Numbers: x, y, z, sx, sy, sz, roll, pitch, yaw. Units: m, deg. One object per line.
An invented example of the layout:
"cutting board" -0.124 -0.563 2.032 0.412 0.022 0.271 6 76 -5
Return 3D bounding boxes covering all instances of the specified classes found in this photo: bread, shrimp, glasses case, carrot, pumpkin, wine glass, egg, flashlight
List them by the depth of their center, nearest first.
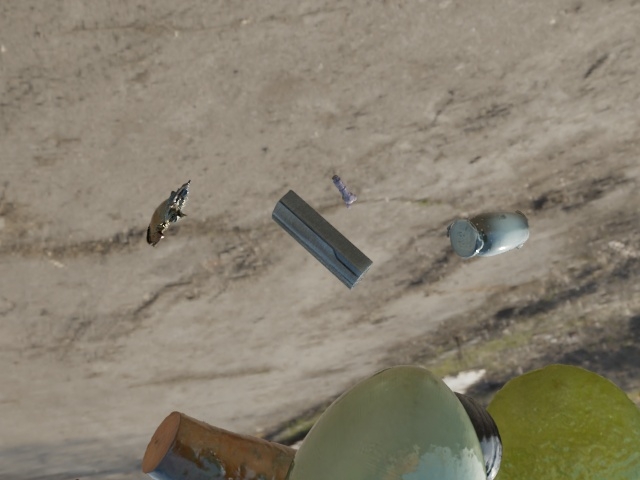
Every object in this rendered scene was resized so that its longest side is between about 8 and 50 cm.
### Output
"egg" 0.070 0.270 0.836 0.218 0.296 0.218 15 -166 -4
"carrot" -0.102 0.344 1.159 0.301 0.139 0.138 30 144 -18
"pumpkin" 0.170 0.335 1.354 0.247 0.248 0.248 -11 161 -4
"glasses case" 0.000 0.000 1.472 0.047 0.205 0.071 -42 169 -29
"bread" 0.523 0.470 1.767 0.347 0.348 0.308 -13 153 3
"wine glass" 0.424 -0.017 1.998 0.204 0.111 0.111 -8 162 -34
"shrimp" -0.394 -0.066 2.151 0.066 0.117 0.262 10 152 -31
"flashlight" 0.065 -0.143 2.295 0.031 0.052 0.110 3 139 46

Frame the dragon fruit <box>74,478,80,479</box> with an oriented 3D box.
"dragon fruit" -0.507 0.626 1.875 0.094 0.190 0.094 -40 153 -25
